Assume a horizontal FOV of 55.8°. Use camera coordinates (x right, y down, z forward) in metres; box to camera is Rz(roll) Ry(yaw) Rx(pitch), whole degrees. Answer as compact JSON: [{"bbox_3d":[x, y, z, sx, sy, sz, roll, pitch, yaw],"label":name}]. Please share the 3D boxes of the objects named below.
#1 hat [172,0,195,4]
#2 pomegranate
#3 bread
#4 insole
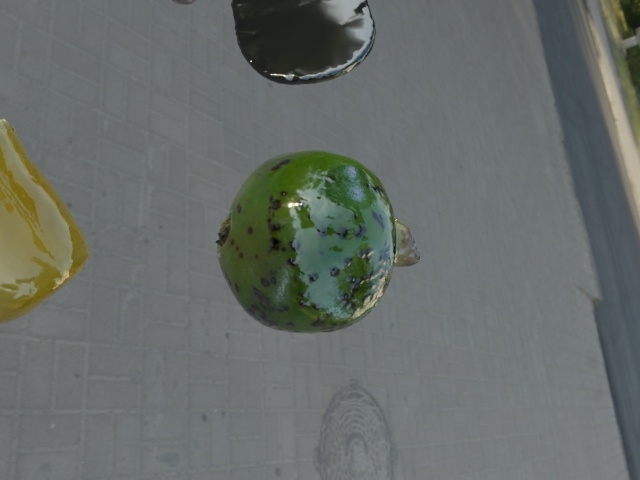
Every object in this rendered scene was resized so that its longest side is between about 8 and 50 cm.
[{"bbox_3d":[-0.191,-0.367,0.888,0.042,0.058,0.087,41,12,7],"label":"hat"},{"bbox_3d":[0.000,0.000,0.792,0.271,0.254,0.254,-1,74,-14],"label":"pomegranate"},{"bbox_3d":[-0.286,-0.009,0.511,0.173,0.134,0.085,64,-8,-24],"label":"bread"},{"bbox_3d":[-0.027,-0.246,0.440,0.009,0.119,0.348,81,0,-62],"label":"insole"}]
